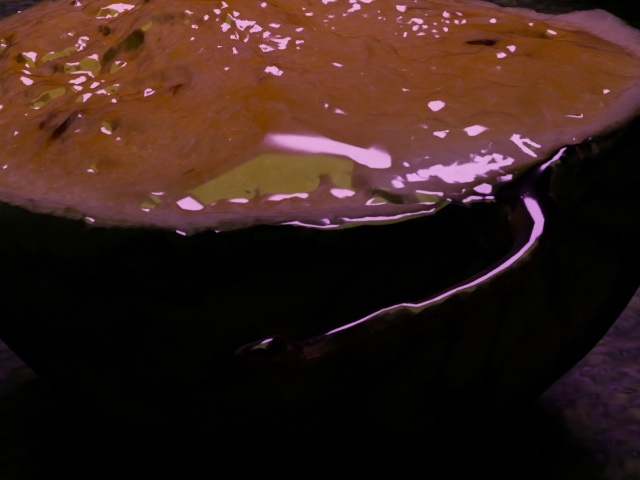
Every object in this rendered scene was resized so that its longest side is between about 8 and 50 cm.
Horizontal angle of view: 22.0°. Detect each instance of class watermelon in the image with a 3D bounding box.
[{"bbox_3d":[-0.003,-0.003,0.461,0.204,0.127,0.232,-19,30,-34],"label":"watermelon"}]
